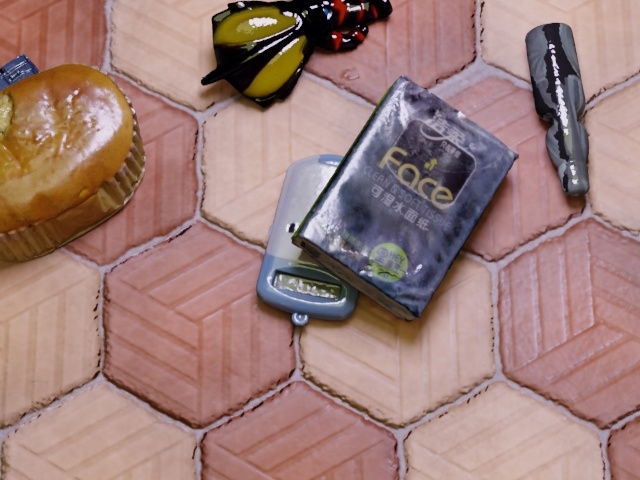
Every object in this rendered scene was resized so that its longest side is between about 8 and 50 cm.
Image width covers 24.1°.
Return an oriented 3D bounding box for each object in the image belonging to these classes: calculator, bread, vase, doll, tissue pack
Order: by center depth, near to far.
[{"bbox_3d":[0.096,-0.047,1.708,0.173,0.073,0.235,35,73,-6],"label":"tissue pack"},{"bbox_3d":[0.000,0.000,1.745,0.121,0.039,0.210,13,74,9],"label":"calculator"},{"bbox_3d":[-0.327,-0.096,1.753,0.250,0.133,0.179,-29,77,-4],"label":"bread"},{"bbox_3d":[0.283,-0.150,1.760,0.060,0.060,0.211,-7,71,2],"label":"vase"},{"bbox_3d":[-0.037,-0.254,1.804,0.249,0.088,0.127,-28,73,-9],"label":"doll"}]

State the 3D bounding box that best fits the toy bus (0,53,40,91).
[{"bbox_3d":[-0.408,-0.157,1.811,0.166,0.065,0.047,-37,74,-9],"label":"toy bus"}]
